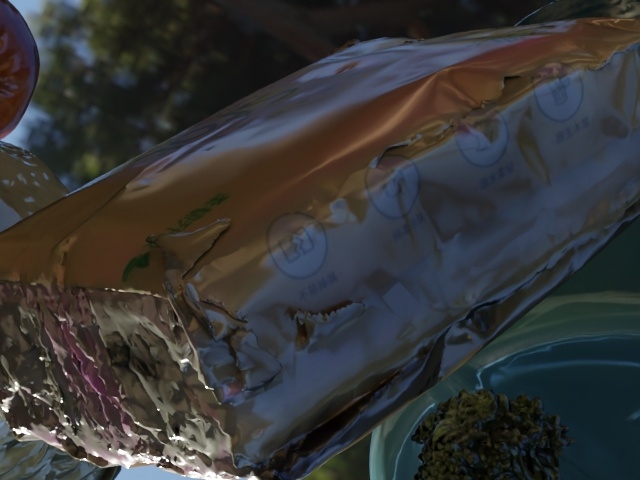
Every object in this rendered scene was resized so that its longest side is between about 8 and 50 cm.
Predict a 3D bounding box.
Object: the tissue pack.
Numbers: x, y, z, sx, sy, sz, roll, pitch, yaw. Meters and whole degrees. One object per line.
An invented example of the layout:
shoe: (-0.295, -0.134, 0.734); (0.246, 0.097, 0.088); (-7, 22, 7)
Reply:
tissue pack: (0.000, 0.000, 0.814); (0.215, 0.256, 0.123); (3, -63, 53)

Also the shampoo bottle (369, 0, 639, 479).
shampoo bottle: (0.217, 0.057, 1.263); (0.331, 0.331, 0.343); (-34, -156, 34)

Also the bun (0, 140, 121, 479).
bun: (-0.251, 0.093, 1.005); (0.211, 0.359, 0.360); (41, -73, 15)

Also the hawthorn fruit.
hawthorn fruit: (-0.264, -0.130, 1.361); (0.125, 0.125, 0.140); (-46, -121, 24)

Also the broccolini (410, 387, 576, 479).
broccolini: (0.198, 0.195, 0.973); (0.074, 0.392, 0.079); (-33, -149, 38)
